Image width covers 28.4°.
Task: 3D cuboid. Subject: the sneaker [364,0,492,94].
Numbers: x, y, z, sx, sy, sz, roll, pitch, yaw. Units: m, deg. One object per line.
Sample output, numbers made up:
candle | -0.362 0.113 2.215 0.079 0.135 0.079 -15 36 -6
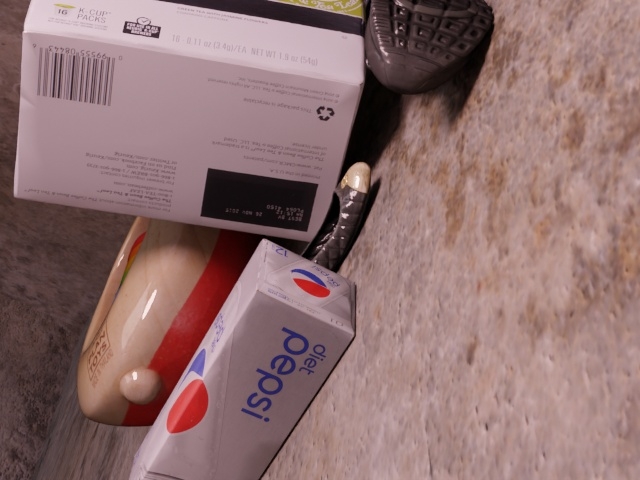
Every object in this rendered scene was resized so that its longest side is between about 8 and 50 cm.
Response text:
sneaker | 0.089 -0.189 1.161 0.286 0.109 0.130 -71 2 -57

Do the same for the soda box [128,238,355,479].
soda box | -0.077 0.145 1.144 0.286 0.098 0.091 -58 14 27

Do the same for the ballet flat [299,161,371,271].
ballet flat | 0.000 0.000 1.222 0.173 0.049 0.057 -62 13 13

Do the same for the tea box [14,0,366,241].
tea box | -0.132 -0.199 1.356 0.323 0.329 0.220 -90 11 -49

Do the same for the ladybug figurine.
ladybug figurine | -0.168 0.068 1.530 0.305 0.162 0.449 -57 13 28

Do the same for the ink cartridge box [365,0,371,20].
ink cartridge box | -0.016 -0.251 1.704 0.307 0.072 0.303 12 75 58
